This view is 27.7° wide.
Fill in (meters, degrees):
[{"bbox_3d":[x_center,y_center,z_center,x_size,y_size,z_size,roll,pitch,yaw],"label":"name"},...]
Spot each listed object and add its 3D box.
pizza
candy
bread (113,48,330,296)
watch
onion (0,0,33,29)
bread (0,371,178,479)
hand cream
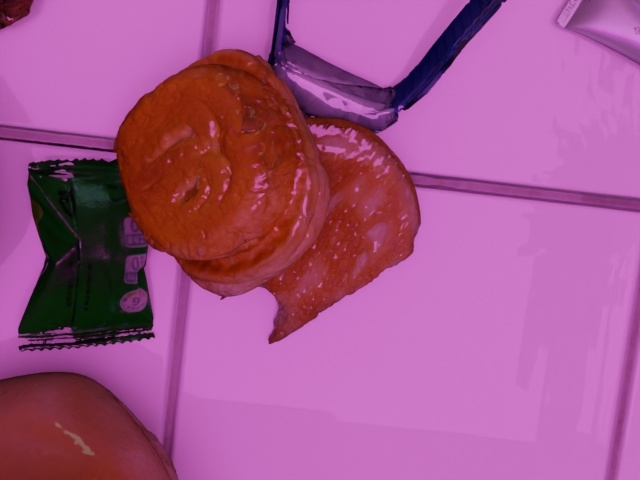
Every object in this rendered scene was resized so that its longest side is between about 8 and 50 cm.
[{"bbox_3d":[0.000,0.000,1.362,0.181,0.034,0.262,27,111,-13],"label":"pizza"},{"bbox_3d":[-0.240,0.016,1.344,0.141,0.078,0.203,1,102,-7],"label":"candy"},{"bbox_3d":[-0.095,-0.070,1.274,0.198,0.120,0.236,-34,72,28],"label":"bread"},{"bbox_3d":[0.025,-0.256,1.269,0.276,0.068,0.274,32,122,-12],"label":"watch"},{"bbox_3d":[-0.382,-0.330,1.215,0.281,0.281,0.221,14,55,-6],"label":"onion"},{"bbox_3d":[-0.314,0.319,1.300,0.376,0.253,0.348,-19,96,-3],"label":"bread"},{"bbox_3d":[0.352,-0.208,1.365,0.205,0.050,0.078,32,98,-4],"label":"hand cream"}]
